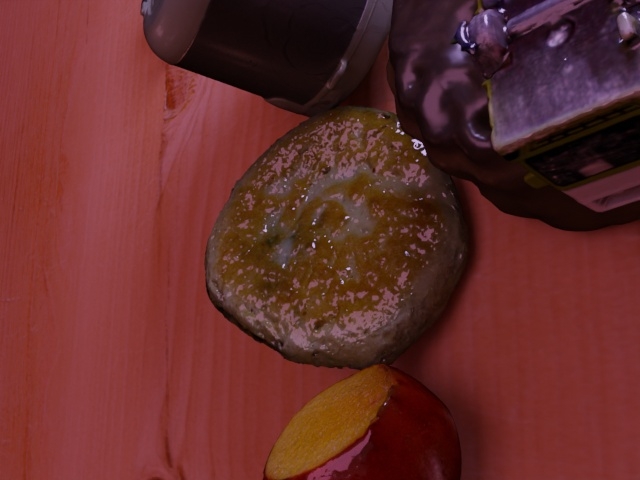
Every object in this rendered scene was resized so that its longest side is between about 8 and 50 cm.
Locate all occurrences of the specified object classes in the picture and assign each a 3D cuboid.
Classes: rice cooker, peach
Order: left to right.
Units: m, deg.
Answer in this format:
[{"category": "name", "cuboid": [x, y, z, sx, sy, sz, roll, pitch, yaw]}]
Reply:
[{"category": "rice cooker", "cuboid": [-0.049, -0.309, 0.874, 0.288, 0.276, 0.289, -40, 43, 52]}, {"category": "peach", "cuboid": [0.037, 0.212, 0.706, 0.190, 0.190, 0.193, 23, 123, 47]}]

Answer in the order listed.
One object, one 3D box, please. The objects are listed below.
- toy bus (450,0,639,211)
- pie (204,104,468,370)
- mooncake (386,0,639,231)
[{"category": "toy bus", "cuboid": [0.161, -0.174, 0.455, 0.113, 0.139, 0.302, -21, 57, 38]}, {"category": "pie", "cuboid": [0.014, -0.009, 0.828, 0.323, 0.070, 0.324, -9, 68, 24]}, {"category": "mooncake", "cuboid": [0.211, -0.178, 0.628, 0.323, 0.187, 0.324, -16, 67, 42]}]
